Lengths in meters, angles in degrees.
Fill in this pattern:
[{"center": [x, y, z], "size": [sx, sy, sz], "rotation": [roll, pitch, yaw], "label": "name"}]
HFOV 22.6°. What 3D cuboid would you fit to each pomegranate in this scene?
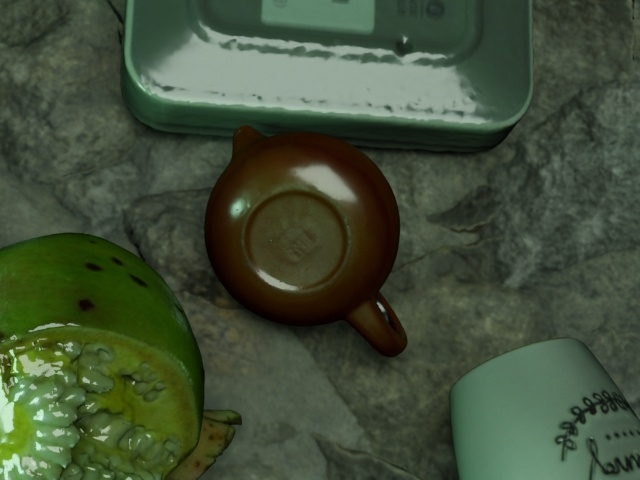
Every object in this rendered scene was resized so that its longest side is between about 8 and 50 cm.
[{"center": [-0.199, 0.132, 1.322], "size": [0.260, 0.340, 0.261], "rotation": [-19, 57, 32], "label": "pomegranate"}]

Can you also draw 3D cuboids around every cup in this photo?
[{"center": [0.241, 0.215, 1.414], "size": [0.258, 0.186, 0.234], "rotation": [0, 61, -37], "label": "cup"}]

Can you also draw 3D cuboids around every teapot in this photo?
[{"center": [0.000, 0.000, 1.470], "size": [0.178, 0.135, 0.252], "rotation": [-36, 99, 18], "label": "teapot"}]

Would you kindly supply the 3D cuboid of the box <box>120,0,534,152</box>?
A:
[{"center": [0.011, -0.287, 1.561], "size": [0.396, 0.111, 0.396], "rotation": [3, 72, -7], "label": "box"}]
